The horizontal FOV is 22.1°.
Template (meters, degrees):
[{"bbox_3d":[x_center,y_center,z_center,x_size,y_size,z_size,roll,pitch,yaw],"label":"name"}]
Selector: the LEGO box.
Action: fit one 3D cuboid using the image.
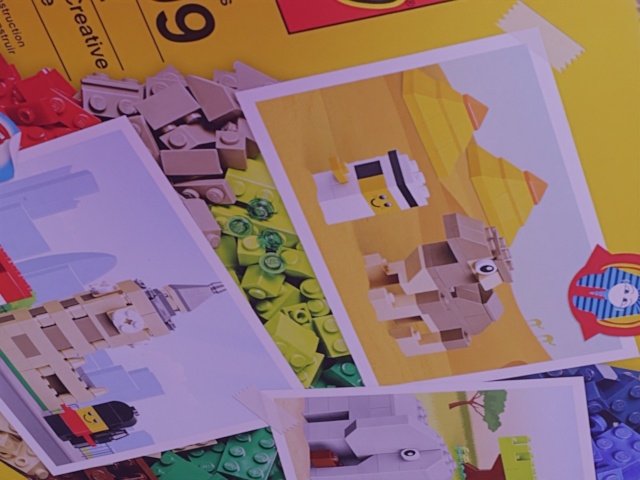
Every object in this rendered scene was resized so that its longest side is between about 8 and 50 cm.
[{"bbox_3d":[0.000,0.000,0.762,0.373,0.193,0.500,-9,128,18],"label":"LEGO box"}]
